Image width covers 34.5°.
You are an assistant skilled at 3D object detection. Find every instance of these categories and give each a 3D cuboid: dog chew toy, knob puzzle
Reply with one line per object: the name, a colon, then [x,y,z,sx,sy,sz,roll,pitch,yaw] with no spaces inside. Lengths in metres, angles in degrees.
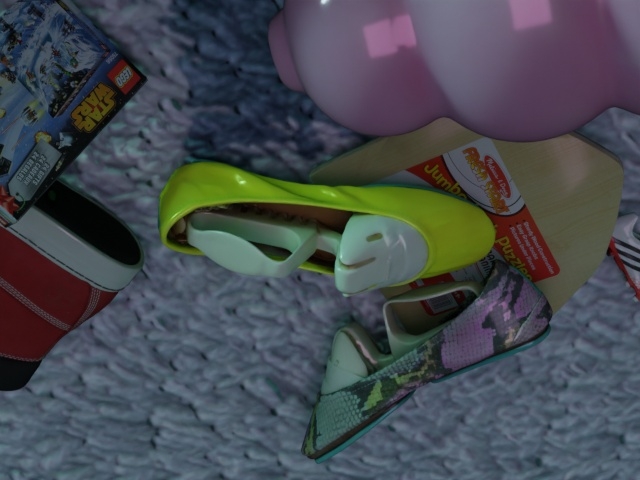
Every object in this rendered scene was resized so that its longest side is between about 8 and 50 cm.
dog chew toy: [0.132,-0.149,0.592,0.332,0.206,0.206,-13,114,12]
knob puzzle: [0.117,-0.021,0.720,0.213,0.030,0.213,6,125,9]

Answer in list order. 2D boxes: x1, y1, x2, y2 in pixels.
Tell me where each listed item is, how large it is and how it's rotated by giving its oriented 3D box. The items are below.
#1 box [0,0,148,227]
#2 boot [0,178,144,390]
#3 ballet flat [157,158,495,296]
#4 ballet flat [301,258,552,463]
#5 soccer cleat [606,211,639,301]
box: [-0.186,-0.089,0.649,0.094,0.137,0.027,46,149,-18]
boot: [-0.270,0.001,0.705,0.244,0.088,0.176,41,108,-21]
ballet flat: [0.000,0.000,0.693,0.231,0.077,0.077,10,128,5]
ballet flat: [0.060,0.081,0.747,0.221,0.077,0.079,-34,93,24]
soccer cleat: [0.234,0.016,0.753,0.035,0.029,0.083,-31,106,16]
